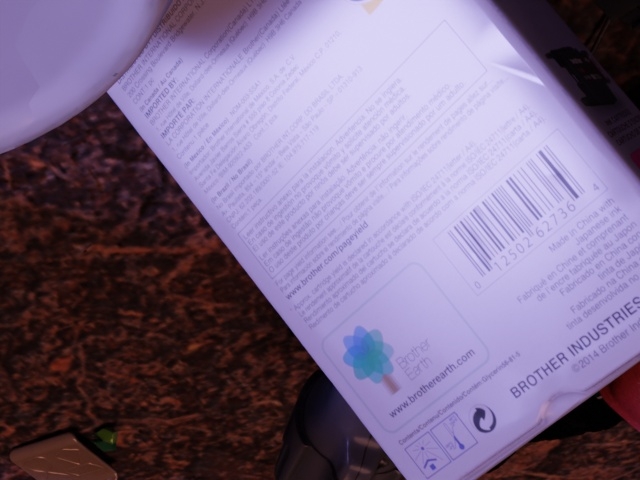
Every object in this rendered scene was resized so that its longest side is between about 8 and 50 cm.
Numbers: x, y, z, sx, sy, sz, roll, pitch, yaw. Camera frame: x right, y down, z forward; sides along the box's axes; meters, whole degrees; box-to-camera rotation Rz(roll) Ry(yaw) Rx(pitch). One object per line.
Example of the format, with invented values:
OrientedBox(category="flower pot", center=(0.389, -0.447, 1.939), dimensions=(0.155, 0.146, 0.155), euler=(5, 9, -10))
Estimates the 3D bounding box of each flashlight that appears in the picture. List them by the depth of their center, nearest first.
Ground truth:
OrientedBox(category="flashlight", center=(0.052, 0.036, 0.707), dimensions=(0.103, 0.103, 0.304), euler=(-17, 145, -36))

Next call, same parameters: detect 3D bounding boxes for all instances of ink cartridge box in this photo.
OrientedBox(category="ink cartridge box", center=(0.022, -0.054, 0.566), dimensions=(0.311, 0.065, 0.186), euler=(50, 125, 6))

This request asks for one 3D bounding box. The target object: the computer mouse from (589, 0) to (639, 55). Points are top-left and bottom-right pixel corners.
OrientedBox(category="computer mouse", center=(0.149, -0.103, 0.643), dimensions=(0.071, 0.041, 0.242), euler=(12, 136, -21))

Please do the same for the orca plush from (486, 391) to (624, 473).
OrientedBox(category="orca plush", center=(0.184, 0.082, 0.806), dimensions=(0.151, 0.102, 0.287), euler=(16, 133, -24))

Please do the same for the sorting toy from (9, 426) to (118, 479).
OrientedBox(category="sorting toy", center=(-0.175, 0.158, 0.911), dimensions=(0.083, 0.012, 0.062), euler=(-19, 132, 18))

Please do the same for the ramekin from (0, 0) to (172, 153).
OrientedBox(category="ramekin", center=(-0.171, -0.128, 0.452), dimensions=(0.273, 0.127, 0.273), euler=(-15, 155, -7))

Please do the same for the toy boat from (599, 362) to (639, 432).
OrientedBox(category="toy boat", center=(0.196, -0.018, 0.657), dimensions=(0.231, 0.151, 0.151), euler=(-59, 159, 1))
